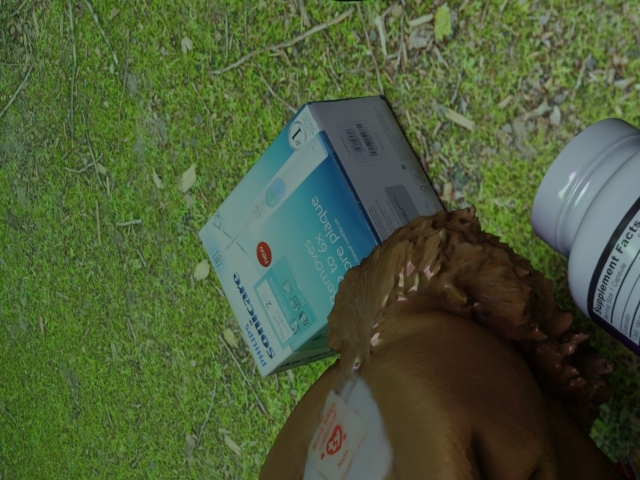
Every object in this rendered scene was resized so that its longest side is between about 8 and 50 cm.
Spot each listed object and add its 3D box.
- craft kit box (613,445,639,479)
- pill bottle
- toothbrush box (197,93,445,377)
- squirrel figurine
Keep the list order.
[{"bbox_3d":[0.369,0.276,0.867,0.247,0.061,0.250,57,136,20],"label":"craft kit box"},{"bbox_3d":[0.323,0.035,0.763,0.323,0.181,0.182,42,128,37],"label":"pill bottle"},{"bbox_3d":[0.000,0.000,1.184,0.295,0.126,0.216,-44,66,47],"label":"toothbrush box"},{"bbox_3d":[0.170,0.178,0.814,0.281,0.370,0.397,-35,41,49],"label":"squirrel figurine"}]
